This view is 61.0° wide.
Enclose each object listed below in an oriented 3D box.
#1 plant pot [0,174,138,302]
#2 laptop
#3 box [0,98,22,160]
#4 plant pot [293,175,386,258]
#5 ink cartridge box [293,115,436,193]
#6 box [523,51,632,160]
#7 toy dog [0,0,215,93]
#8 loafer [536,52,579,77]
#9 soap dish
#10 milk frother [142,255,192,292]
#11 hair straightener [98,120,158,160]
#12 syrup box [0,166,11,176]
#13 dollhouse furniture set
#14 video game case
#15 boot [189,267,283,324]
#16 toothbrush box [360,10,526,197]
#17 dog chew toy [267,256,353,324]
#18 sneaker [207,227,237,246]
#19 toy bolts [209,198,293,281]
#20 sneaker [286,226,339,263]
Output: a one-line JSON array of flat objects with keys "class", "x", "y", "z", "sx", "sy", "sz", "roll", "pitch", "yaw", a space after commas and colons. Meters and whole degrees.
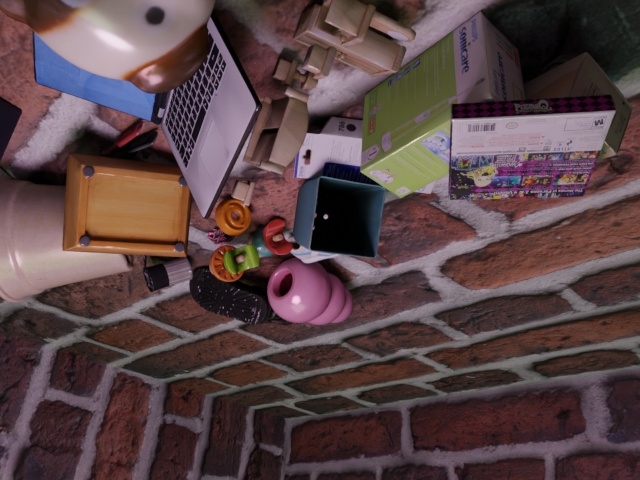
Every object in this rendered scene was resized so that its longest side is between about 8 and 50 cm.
[{"class": "plant pot", "x": -0.658, "y": -0.015, "z": 1.434, "sx": 0.306, "sy": 0.333, "sz": 0.333, "roll": -4, "pitch": 150, "yaw": -5}, {"class": "laptop", "x": -0.344, "y": -0.274, "z": 1.003, "sx": 0.236, "sy": 0.407, "sz": 0.382, "roll": -18, "pitch": 163, "yaw": -32}, {"class": "box", "x": -0.843, "y": -0.164, "z": 1.190, "sx": 0.296, "sy": 0.294, "sz": 0.183, "roll": -20, "pitch": 144, "yaw": 36}, {"class": "plant pot", "x": 0.021, "y": -0.057, "z": 1.311, "sx": 0.166, "sy": 0.165, "sz": 0.234, "roll": 7, "pitch": -179, "yaw": -21}, {"class": "ink cartridge box", "x": 0.110, "y": -0.193, "z": 1.225, "sx": 0.333, "sy": 0.065, "sz": 0.165, "roll": 6, "pitch": 150, "yaw": -5}, {"class": "box", "x": 0.383, "y": -0.199, "z": 1.016, "sx": 0.148, "sy": 0.121, "sz": 0.311, "roll": 39, "pitch": 154, "yaw": -17}, {"class": "toy dog", "x": -0.213, "y": -0.377, "z": 0.626, "sx": 0.395, "sy": 0.407, "sz": 0.285, "roll": -21, "pitch": 140, "yaw": 36}, {"class": "loafer", "x": 0.463, "y": -0.262, "z": 1.063, "sx": 0.096, "sy": 0.084, "sz": 0.267, "roll": 27, "pitch": 155, "yaw": 27}, {"class": "soap dish", "x": -0.446, "y": -0.076, "z": 1.289, "sx": 0.291, "sy": 0.228, "sz": 0.118, "roll": 4, "pitch": -174, "yaw": -27}, {"class": "milk frother", "x": -0.500, "y": 0.072, "z": 1.739, "sx": 0.135, "sy": 0.129, "sz": 0.143, "roll": -18, "pitch": 128, "yaw": -31}, {"class": "hair straightener", "x": -0.458, "y": -0.208, "z": 1.299, "sx": 0.230, "sy": 0.047, "sz": 0.089, "roll": -21, "pitch": 140, "yaw": 37}, {"class": "syrup box", "x": -0.888, "y": -0.086, "z": 1.384, "sx": 0.096, "sy": 0.236, "sz": 0.093, "roll": -2, "pitch": 149, "yaw": 11}, {"class": "dollhouse furniture set", "x": -0.001, "y": -0.195, "z": 0.942, "sx": 0.174, "sy": 0.355, "sz": 0.303, "roll": 18, "pitch": -174, "yaw": -19}, {"class": "video game case", "x": 0.329, "y": -0.143, "z": 0.889, "sx": 0.232, "sy": 0.041, "sz": 0.210, "roll": -1, "pitch": 148, "yaw": 12}, {"class": "boot", "x": -0.254, "y": 0.196, "z": 1.872, "sx": 0.348, "sy": 0.131, "sz": 0.260, "roll": 24, "pitch": -171, "yaw": 25}, {"class": "toothbrush box", "x": 0.215, "y": -0.236, "z": 0.995, "sx": 0.122, "sy": 0.206, "sz": 0.283, "roll": 27, "pitch": 142, "yaw": -31}, {"class": "dog chew toy", "x": -0.015, "y": 0.180, "z": 1.753, "sx": 0.207, "sy": 0.206, "sz": 0.332, "roll": -18, "pitch": 151, "yaw": 34}, {"class": "sneaker", "x": -0.288, "y": -0.020, "z": 1.601, "sx": 0.119, "sy": 0.047, "sz": 0.057, "roll": -23, "pitch": 128, "yaw": 36}, {"class": "toy bolts", "x": -0.218, "y": -0.006, "z": 1.529, "sx": 0.229, "sy": 0.218, "sz": 0.158, "roll": -14, "pitch": 179, "yaw": -39}, {"class": "sneaker", "x": 0.000, "y": 0.000, "z": 1.544, "sx": 0.229, "sy": 0.087, "sz": 0.092, "roll": -24, "pitch": 137, "yaw": 37}]
